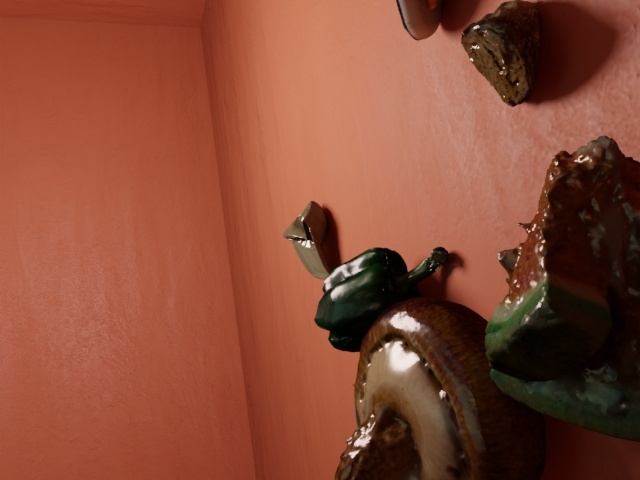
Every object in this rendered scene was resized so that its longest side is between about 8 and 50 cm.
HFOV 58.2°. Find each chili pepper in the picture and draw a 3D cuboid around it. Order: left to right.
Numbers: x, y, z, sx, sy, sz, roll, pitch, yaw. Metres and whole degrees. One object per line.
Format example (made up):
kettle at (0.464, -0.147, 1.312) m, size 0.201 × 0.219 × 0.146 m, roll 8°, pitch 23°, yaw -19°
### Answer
chili pepper at (0.119, 0.096, 1.004) m, size 0.165 × 0.261 × 0.174 m, roll 63°, pitch -158°, yaw -12°

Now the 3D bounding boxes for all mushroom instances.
mushroom at (0.148, 0.262, 0.811) m, size 0.345 × 0.259 × 0.346 m, roll 26°, pitch 121°, yaw 56°

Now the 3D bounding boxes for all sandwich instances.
sandwich at (0.263, 0.050, 0.566) m, size 0.250 × 0.162 × 0.301 m, roll 10°, pitch 105°, yaw 56°

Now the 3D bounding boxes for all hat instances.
hat at (0.000, 0.000, 1.475) m, size 0.173 × 0.144 × 0.166 m, roll 42°, pitch 159°, yaw -9°

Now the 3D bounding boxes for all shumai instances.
shumai at (0.240, -0.239, 0.716) m, size 0.105 × 0.139 × 0.123 m, roll -43°, pitch 80°, yaw 28°

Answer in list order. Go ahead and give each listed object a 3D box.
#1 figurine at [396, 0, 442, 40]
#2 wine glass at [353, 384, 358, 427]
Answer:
figurine at (0.187, -0.427, 0.828) m, size 0.141 × 0.166 × 0.250 m, roll 5°, pitch 130°, yaw 34°
wine glass at (0.147, 0.402, 1.019) m, size 0.143 × 0.143 × 0.321 m, roll 115°, pitch 144°, yaw -54°
